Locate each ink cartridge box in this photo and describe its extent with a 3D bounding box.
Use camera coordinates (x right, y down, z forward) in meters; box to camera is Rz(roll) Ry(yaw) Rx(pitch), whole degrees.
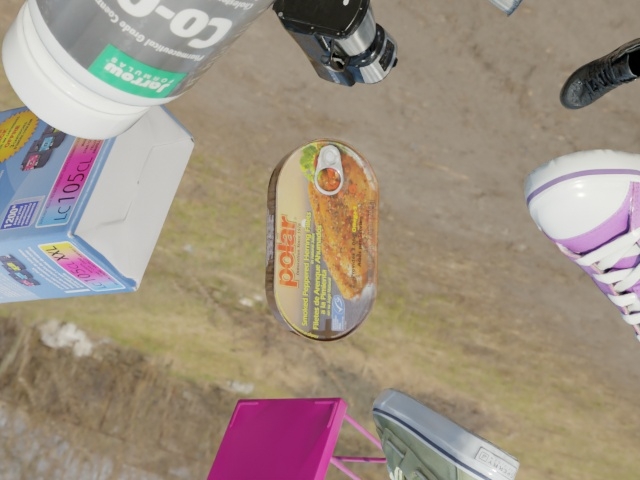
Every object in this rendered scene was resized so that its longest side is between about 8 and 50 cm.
[{"bbox_3d":[-0.409,-0.057,1.329,0.395,0.270,0.151,-7,141,32],"label":"ink cartridge box"}]

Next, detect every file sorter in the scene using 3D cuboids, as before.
[{"bbox_3d":[-0.041,0.395,1.314,0.202,0.290,0.182,-9,138,40],"label":"file sorter"}]

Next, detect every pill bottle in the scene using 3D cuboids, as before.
[{"bbox_3d":[-0.165,-0.265,0.930,0.204,0.204,0.361,26,137,-29],"label":"pill bottle"}]

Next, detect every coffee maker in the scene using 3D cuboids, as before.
[{"bbox_3d":[0.013,-0.307,1.305,0.171,0.120,0.178,43,180,21],"label":"coffee maker"}]

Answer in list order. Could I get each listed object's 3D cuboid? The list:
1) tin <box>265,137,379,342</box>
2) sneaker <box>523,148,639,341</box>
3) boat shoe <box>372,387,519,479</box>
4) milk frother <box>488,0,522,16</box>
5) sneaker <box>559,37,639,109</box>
[{"bbox_3d":[0.000,0.000,0.872,0.106,0.189,0.040,4,177,-28],"label":"tin"},{"bbox_3d":[0.271,0.045,0.720,0.282,0.161,0.102,28,138,-30],"label":"sneaker"},{"bbox_3d":[0.115,0.240,1.052,0.109,0.094,0.302,35,172,-11],"label":"boat shoe"},{"bbox_3d":[0.304,-0.474,1.534,0.135,0.129,0.143,33,148,-5],"label":"milk frother"},{"bbox_3d":[0.396,-0.229,1.230,0.051,0.170,0.089,55,-166,-6],"label":"sneaker"}]
